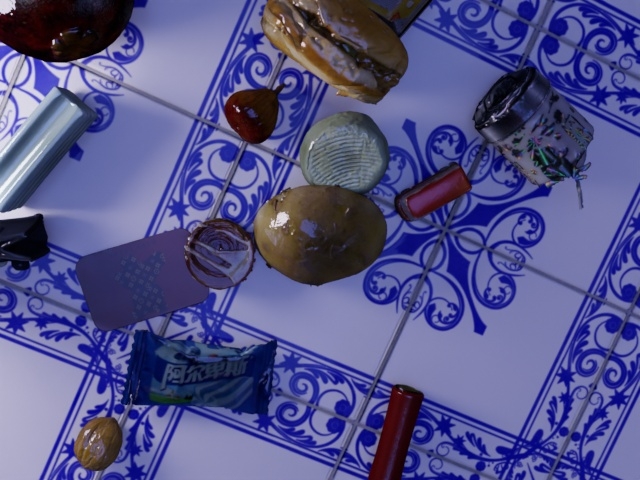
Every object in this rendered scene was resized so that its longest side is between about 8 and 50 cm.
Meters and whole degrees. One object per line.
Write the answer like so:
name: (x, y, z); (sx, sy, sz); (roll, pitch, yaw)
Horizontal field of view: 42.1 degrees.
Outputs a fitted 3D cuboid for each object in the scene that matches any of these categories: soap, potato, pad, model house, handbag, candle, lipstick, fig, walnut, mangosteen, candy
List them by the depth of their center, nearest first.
mangosteen: (-0.525, -0.521, 1.615); (0.306, 0.306, 0.360); (-22, 77, -3)
handbag: (-0.727, 0.027, 1.668); (0.325, 0.269, 0.118); (-8, 100, -5)
soap: (-0.585, -0.187, 1.711); (0.087, 0.160, 0.265); (41, 92, -9)
model house: (0.170, -0.529, 1.787); (0.207, 0.136, 0.219); (32, 76, 29)
potato: (0.000, 0.000, 1.788); (0.299, 0.116, 0.239); (4, 118, -5)
fig: (-0.144, -0.284, 1.794); (0.119, 0.153, 0.119); (9, 136, 8)
candle: (0.497, -0.216, 1.823); (0.330, 0.187, 0.187); (42, 91, -11)
walnut: (-0.489, 0.448, 1.841); (0.105, 0.105, 0.124); (35, 81, -10)
pad: (-0.395, 0.088, 1.849); (0.267, 0.004, 0.181); (-17, 99, -4)
candy: (-0.267, 0.294, 1.856); (0.331, 0.077, 0.187); (8, 99, -10)
lipstick: (0.175, 0.456, 1.926); (0.080, 0.080, 0.241); (14, 95, -8)

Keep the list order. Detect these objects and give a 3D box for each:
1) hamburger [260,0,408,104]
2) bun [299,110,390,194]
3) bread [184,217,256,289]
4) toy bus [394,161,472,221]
hamburger: (0.026, -0.403, 1.689); (0.304, 0.284, 0.174); (40, 92, -7)
bun: (0.049, -0.188, 1.802); (0.195, 0.118, 0.195); (-3, 117, -5)
bread: (-0.221, 0.030, 1.824); (0.160, 0.073, 0.161); (0, 92, -10)
toy bus: (0.253, -0.104, 1.860); (0.174, 0.077, 0.079); (-29, 99, -2)
